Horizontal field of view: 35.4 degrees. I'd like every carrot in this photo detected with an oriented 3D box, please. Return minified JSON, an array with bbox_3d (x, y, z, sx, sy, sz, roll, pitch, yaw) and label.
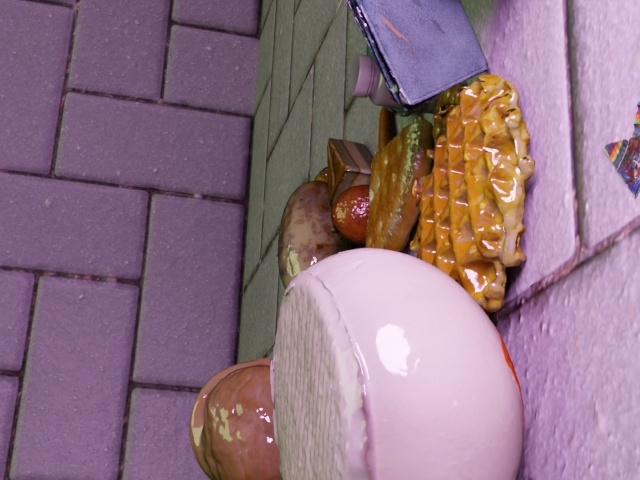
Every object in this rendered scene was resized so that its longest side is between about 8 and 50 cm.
[{"bbox_3d":[0.113,-0.169,1.723,0.037,0.037,0.190,110,164,-47],"label":"carrot"}]

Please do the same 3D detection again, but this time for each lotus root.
[{"bbox_3d":[0.000,0.000,1.900,0.173,0.173,0.309,116,160,-56],"label":"lotus root"}]

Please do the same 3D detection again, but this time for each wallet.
[{"bbox_3d":[0.079,-0.357,1.249,0.046,0.191,0.379,-16,101,50],"label":"wallet"}]

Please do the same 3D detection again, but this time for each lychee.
[{"bbox_3d":[0.068,-0.036,1.704,0.114,0.101,0.140,-40,-22,-53],"label":"lychee"}]

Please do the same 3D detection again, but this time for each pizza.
[{"bbox_3d":[0.122,-0.080,1.578,0.197,0.058,0.292,-105,26,-57],"label":"pizza"}]

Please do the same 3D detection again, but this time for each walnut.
[{"bbox_3d":[-0.110,0.363,1.930,0.296,0.285,0.285,34,-119,-79],"label":"walnut"}]

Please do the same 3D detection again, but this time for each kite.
[{"bbox_3d":[0.289,-0.084,0.925,0.122,0.004,0.090,162,114,-77],"label":"kite"}]

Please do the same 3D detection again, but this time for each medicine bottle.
[{"bbox_3d":[0.117,-0.235,1.488,0.079,0.140,0.079,-173,90,-78],"label":"medicine bottle"}]

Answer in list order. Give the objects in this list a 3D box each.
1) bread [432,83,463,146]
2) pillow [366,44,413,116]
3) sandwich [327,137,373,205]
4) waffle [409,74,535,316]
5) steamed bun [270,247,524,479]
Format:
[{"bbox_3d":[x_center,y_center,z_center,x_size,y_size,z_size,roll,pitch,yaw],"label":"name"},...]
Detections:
[{"bbox_3d":[0.183,-0.171,1.425,0.110,0.024,0.110,-172,90,-78],"label":"bread"},{"bbox_3d":[0.132,-0.316,1.615,0.214,0.086,0.233,-105,23,-49],"label":"pillow"},{"bbox_3d":[0.064,-0.152,1.849,0.113,0.079,0.163,117,159,-53],"label":"sandwich"},{"bbox_3d":[0.182,-0.047,1.256,0.302,0.068,0.325,-148,69,-75],"label":"waffle"},{"bbox_3d":[0.090,0.191,1.113,0.374,0.241,0.374,174,90,-75],"label":"steamed bun"}]
